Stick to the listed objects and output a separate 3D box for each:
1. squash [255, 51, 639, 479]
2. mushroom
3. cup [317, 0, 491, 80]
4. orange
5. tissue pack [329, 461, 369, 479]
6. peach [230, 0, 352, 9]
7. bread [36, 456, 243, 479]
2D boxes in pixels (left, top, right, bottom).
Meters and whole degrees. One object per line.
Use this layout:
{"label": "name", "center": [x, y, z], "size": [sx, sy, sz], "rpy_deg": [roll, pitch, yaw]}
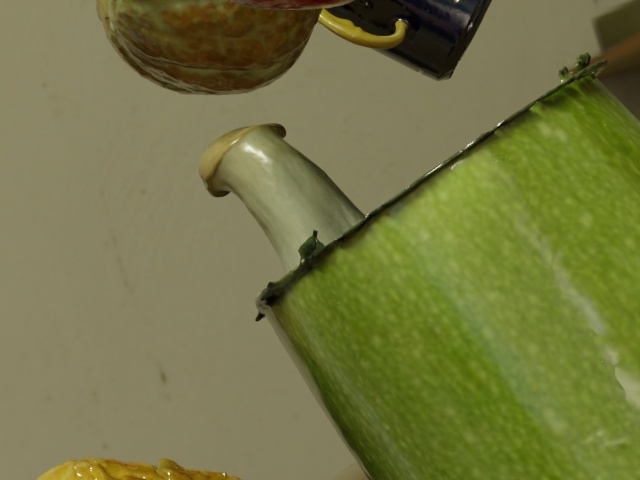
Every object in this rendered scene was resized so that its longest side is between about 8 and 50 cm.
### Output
{"label": "squash", "center": [0.167, 0.110, 0.744], "size": [0.263, 0.384, 0.263], "rpy_deg": [-36, -7, -5]}
{"label": "mushroom", "center": [0.000, 0.000, 1.348], "size": [0.122, 0.329, 0.159], "rpy_deg": [-46, -16, 11]}
{"label": "cup", "center": [0.088, -0.320, 1.847], "size": [0.255, 0.256, 0.178], "rpy_deg": [-60, -4, -28]}
{"label": "orange", "center": [-0.135, -0.316, 1.439], "size": [0.249, 0.329, 0.329], "rpy_deg": [-15, -6, -22]}
{"label": "tissue pack", "center": [0.052, 0.409, 1.461], "size": [0.387, 0.267, 0.277], "rpy_deg": [-50, -15, 33]}
{"label": "peach", "center": [-0.004, -0.326, 0.893], "size": [0.281, 0.338, 0.281], "rpy_deg": [9, -38, 7]}
{"label": "bread", "center": [-0.134, 0.244, 0.962], "size": [0.236, 0.120, 0.198], "rpy_deg": [12, -36, -16]}
